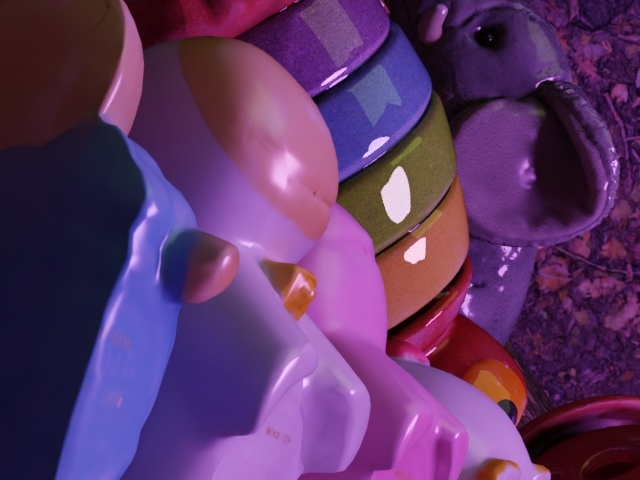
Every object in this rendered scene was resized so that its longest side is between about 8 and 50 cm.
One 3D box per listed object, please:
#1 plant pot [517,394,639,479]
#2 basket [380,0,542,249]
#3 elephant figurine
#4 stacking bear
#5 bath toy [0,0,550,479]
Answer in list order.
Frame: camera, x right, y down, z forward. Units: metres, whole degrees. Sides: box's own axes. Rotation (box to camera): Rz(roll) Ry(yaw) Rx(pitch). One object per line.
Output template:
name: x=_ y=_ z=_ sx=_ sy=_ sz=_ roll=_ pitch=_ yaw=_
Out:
plant pot: x=0.169 y=0.185 z=0.935 sx=0.191 sy=0.191 sz=0.174 roll=53 pitch=0 yaw=-25
basket: x=0.018 y=-0.117 z=1.172 sx=0.299 sy=0.213 sz=0.223 roll=52 pitch=5 yaw=-25
elephant figurine: x=0.082 y=-0.052 z=0.925 sx=0.186 sy=0.239 sz=0.169 roll=25 pitch=19 yaw=-49
stacking bear: x=0.000 y=0.000 z=0.754 sx=0.175 sy=0.164 sz=0.289 roll=-42 pitch=116 yaw=-42
bath toy: x=-0.026 y=0.042 z=0.527 sx=0.129 sy=0.151 sz=0.348 roll=20 pitch=-11 yaw=26
